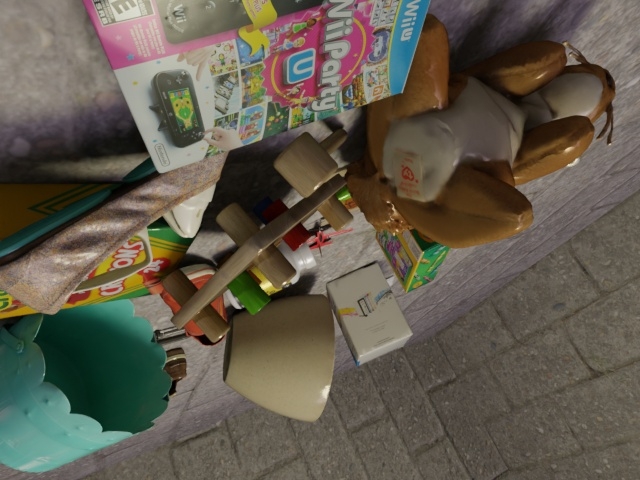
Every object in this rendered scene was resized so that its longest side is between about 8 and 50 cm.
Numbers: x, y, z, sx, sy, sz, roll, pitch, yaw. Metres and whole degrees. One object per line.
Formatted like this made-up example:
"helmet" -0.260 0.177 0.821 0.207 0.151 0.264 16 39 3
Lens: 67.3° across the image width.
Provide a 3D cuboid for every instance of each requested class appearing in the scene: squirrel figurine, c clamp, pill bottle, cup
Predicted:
"squirrel figurine" 0.250 -0.154 0.772 0.370 0.281 0.397 -27 172 -29
"c clamp" -0.351 0.225 1.182 0.160 0.022 0.137 -14 160 -32
"pill bottle" -0.106 0.055 0.963 0.184 0.103 0.103 -25 158 -3
"cup" -0.125 0.293 1.255 0.236 0.331 0.331 8 147 -15

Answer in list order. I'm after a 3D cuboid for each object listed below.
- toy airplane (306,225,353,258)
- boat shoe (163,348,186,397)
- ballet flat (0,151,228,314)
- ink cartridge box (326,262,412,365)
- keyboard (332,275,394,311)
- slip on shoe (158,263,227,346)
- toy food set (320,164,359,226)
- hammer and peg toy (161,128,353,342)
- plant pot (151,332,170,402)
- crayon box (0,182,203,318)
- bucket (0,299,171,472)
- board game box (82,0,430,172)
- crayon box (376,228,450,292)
"toy airplane" 0.000 0.000 1.059 0.151 0.028 0.151 -17 157 -7
"boat shoe" -0.448 0.402 1.356 0.095 0.095 0.257 -7 150 -40
"ballet flat" -0.208 -0.031 0.559 0.316 0.106 0.107 -38 -153 -21
"ink cartridge box" 0.137 0.220 1.426 0.168 0.233 0.171 -21 158 -7
"keyboard" 0.135 0.186 1.636 0.255 0.014 0.072 -23 158 -10
"slip on shoe" -0.250 0.139 0.994 0.122 0.101 0.331 -20 156 -12
"toy food set" 0.059 -0.080 0.936 0.132 0.039 0.192 -23 158 -10
"hammer and peg toy" -0.056 -0.014 0.714 0.361 0.127 0.266 -41 -179 38
"plant pot" -0.486 0.333 1.085 0.165 0.166 0.234 0 153 -48
"crayon box" -0.344 0.015 0.643 0.318 0.081 0.202 -6 150 -40
"bucket" -0.409 0.224 0.794 0.183 0.281 0.281 -29 158 10
"board game box" -0.049 -0.209 0.461 0.303 0.098 0.224 -22 158 -13
"crayon box" 0.205 -0.005 1.095 0.081 0.166 0.278 -24 158 -7
